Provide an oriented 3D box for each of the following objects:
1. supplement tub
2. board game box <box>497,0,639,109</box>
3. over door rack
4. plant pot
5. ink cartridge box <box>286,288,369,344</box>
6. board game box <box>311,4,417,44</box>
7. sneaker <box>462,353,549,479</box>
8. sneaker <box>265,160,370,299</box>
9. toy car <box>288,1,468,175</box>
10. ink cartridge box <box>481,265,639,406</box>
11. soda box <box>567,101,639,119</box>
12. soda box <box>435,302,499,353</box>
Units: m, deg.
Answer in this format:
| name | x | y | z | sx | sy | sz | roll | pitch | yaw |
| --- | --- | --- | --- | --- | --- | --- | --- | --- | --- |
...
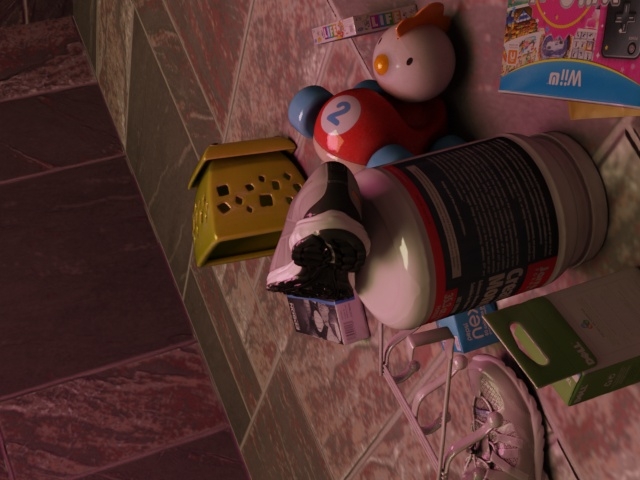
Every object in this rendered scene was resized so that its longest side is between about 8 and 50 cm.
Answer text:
| name | x | y | z | sx | sy | sz | roll | pitch | yaw |
| --- | --- | --- | --- | --- | --- | --- | --- | --- | --- |
| supplement tub | 0.175 | -0.018 | 1.177 | 0.191 | 0.272 | 0.191 | 164 | 90 | -70 |
| board game box | 0.274 | -0.275 | 0.904 | 0.224 | 0.097 | 0.303 | -153 | 65 | -64 |
| over door rack | 0.144 | 0.153 | 1.350 | 0.239 | 0.108 | 0.324 | -120 | 10 | -48 |
| plant pot | -0.150 | -0.084 | 2.045 | 0.228 | 0.227 | 0.207 | 139 | 120 | -68 |
| ink cartridge box | -0.009 | 0.112 | 2.038 | 0.332 | 0.065 | 0.165 | 180 | 75 | -70 |
| board game box | 0.064 | -0.319 | 1.489 | 0.154 | 0.103 | 0.026 | 12 | 115 | 67 |
| sneaker | 0.253 | 0.302 | 1.426 | 0.105 | 0.115 | 0.281 | 165 | 89 | -69 |
| sneaker | 0.000 | 0.000 | 1.144 | 0.271 | 0.100 | 0.108 | 121 | 155 | -66 |
| toy car | 0.102 | -0.214 | 1.363 | 0.219 | 0.210 | 0.238 | 42 | 130 | 38 |
| ink cartridge box | 0.283 | 0.108 | 1.081 | 0.062 | 0.209 | 0.109 | 98 | 149 | -45 |
| soda box | 0.322 | -0.157 | 1.002 | 0.181 | 0.061 | 0.058 | 10 | 114 | 67 |
| soda box | 0.197 | 0.053 | 1.456 | 0.067 | 0.071 | 0.210 | 176 | 80 | -70 |
